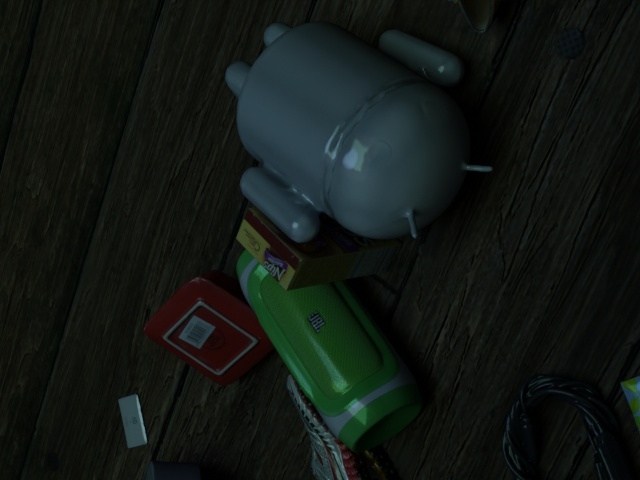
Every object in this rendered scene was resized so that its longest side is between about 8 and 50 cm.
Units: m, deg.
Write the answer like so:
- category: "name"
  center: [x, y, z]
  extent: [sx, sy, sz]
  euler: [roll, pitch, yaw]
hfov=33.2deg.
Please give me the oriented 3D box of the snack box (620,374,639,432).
- category: "snack box"
  center: [0.415, 0.120, 0.994]
  extent: [0.207, 0.174, 0.070]
  euler: [-30, 69, 40]

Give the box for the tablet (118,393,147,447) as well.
- category: "tablet"
  center: [-0.311, 0.299, 1.774]
  extent: [0.054, 0.006, 0.083]
  euler: [-21, 79, 41]

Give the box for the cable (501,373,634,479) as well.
- category: "cable"
  center: [0.275, 0.242, 1.222]
  extent: [0.150, 0.047, 0.184]
  euler: [-35, 72, 43]

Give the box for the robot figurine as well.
- category: "robot figurine"
  center: [0.039, -0.134, 1.301]
  extent: [0.300, 0.200, 0.353]
  euler: [-48, 56, -4]

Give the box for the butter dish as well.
- category: "butter dish"
  center: [-0.145, 0.105, 1.547]
  extent: [0.160, 0.118, 0.160]
  euler: [36, 127, -15]

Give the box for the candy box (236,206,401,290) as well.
- category: "candy box"
  center: [0.000, 0.000, 1.352]
  extent: [0.109, 0.187, 0.053]
  euler: [44, 123, 30]

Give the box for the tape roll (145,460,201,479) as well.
- category: "tape roll"
  center: [-0.226, 0.438, 1.587]
  extent: [0.219, 0.072, 0.219]
  euler: [-174, 90, -78]

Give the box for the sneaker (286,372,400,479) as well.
- category: "sneaker"
  center: [0.011, 0.272, 1.427]
  extent: [0.093, 0.088, 0.225]
  euler: [-46, 63, 36]

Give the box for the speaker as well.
- category: "speaker"
  center: [0.007, 0.123, 1.396]
  extent: [0.131, 0.131, 0.296]
  euler: [-52, 61, 31]

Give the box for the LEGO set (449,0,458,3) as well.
- category: "LEGO set"
  center: [0.246, -0.378, 1.047]
  extent: [0.192, 0.331, 0.255]
  euler: [31, 133, 38]

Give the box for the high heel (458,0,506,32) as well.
- category: "high heel"
  center: [0.151, -0.332, 1.154]
  extent: [0.093, 0.261, 0.186]
  euler: [1, 91, 26]
